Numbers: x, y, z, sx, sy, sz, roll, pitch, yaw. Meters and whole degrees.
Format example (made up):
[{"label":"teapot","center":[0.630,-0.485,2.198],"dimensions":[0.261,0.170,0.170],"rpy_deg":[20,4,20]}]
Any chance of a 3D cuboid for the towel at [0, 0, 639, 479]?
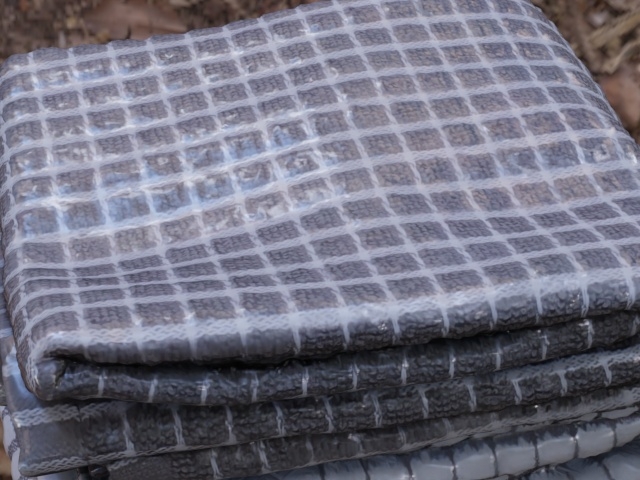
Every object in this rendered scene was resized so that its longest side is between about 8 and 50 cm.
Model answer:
[{"label":"towel","center":[0.000,0.000,0.556],"dimensions":[0.284,0.121,0.235],"rpy_deg":[-8,43,-12]}]
